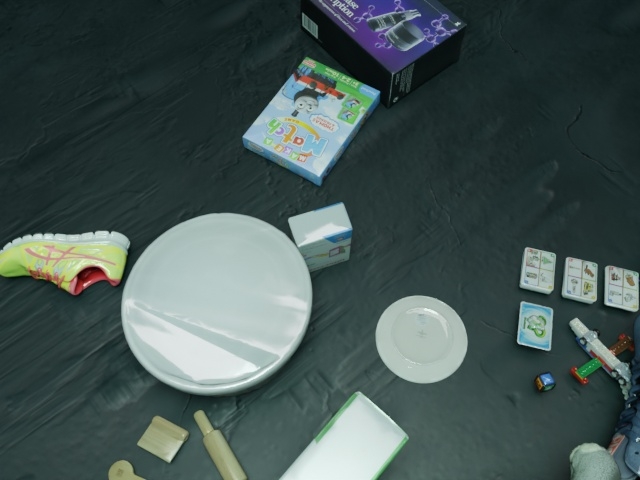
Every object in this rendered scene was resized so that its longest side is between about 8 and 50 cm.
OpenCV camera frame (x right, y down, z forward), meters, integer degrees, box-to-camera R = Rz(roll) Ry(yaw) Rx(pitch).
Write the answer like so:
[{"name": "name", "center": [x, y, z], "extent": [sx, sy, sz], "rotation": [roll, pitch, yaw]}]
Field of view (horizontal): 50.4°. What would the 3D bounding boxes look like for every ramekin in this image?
[{"name": "ramekin", "center": [-0.145, 0.106, 1.006], "extent": [0.273, 0.127, 0.273], "rotation": [0, 63, 0]}]

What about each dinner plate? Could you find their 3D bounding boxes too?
[{"name": "dinner plate", "center": [0.156, 0.148, 1.043], "extent": [0.141, 0.017, 0.141], "rotation": [0, 62, 0]}]

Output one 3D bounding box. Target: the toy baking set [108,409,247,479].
[{"name": "toy baking set", "center": [-0.189, 0.365, 0.934], "extent": [0.197, 0.030, 0.256], "rotation": [-38, 62, -10]}]

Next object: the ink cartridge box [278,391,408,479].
[{"name": "ink cartridge box", "center": [0.023, 0.295, 0.865], "extent": [0.087, 0.208, 0.153], "rotation": [39, 71, 15]}]

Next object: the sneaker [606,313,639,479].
[{"name": "sneaker", "center": [0.424, 0.252, 0.881], "extent": [0.148, 0.131, 0.350], "rotation": [1, 62, 2]}]

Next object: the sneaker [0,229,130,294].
[{"name": "sneaker", "center": [-0.407, 0.042, 1.068], "extent": [0.208, 0.081, 0.094], "rotation": [-7, 66, -3]}]

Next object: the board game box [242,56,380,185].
[{"name": "board game box", "center": [-0.014, -0.216, 1.215], "extent": [0.160, 0.039, 0.211], "rotation": [28, 68, 14]}]

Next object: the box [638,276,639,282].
[{"name": "box", "center": [0.564, 0.008, 1.039], "extent": [0.072, 0.137, 0.126], "rotation": [29, 67, 16]}]

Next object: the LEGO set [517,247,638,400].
[{"name": "LEGO set", "center": [0.389, 0.136, 1.039], "extent": [0.182, 0.060, 0.244], "rotation": [13, 53, 7]}]

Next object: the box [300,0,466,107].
[{"name": "box", "center": [0.112, -0.402, 1.274], "extent": [0.184, 0.103, 0.261], "rotation": [-36, 68, -19]}]

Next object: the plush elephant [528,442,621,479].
[{"name": "plush elephant", "center": [0.184, 0.412, 0.797], "extent": [0.330, 0.255, 0.272], "rotation": [-21, 101, -40]}]

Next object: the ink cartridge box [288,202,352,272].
[{"name": "ink cartridge box", "center": [0.000, 0.000, 1.061], "extent": [0.088, 0.122, 0.052], "rotation": [-17, 68, -7]}]
